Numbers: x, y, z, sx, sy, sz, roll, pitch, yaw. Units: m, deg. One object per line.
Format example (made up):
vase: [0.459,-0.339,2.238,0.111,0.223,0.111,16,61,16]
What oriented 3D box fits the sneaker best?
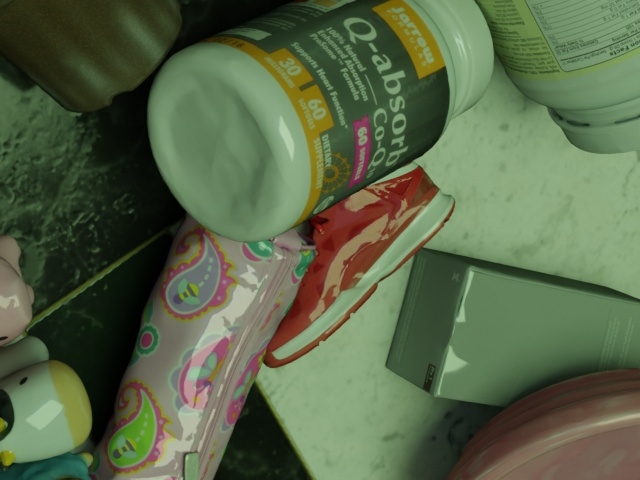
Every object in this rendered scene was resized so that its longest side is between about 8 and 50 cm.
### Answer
sneaker: [0.000,0.000,1.462,0.221,0.087,0.128,-44,95,-6]

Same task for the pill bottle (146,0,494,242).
pill bottle: [0.008,-0.118,1.339,0.278,0.162,0.162,-31,115,-41]

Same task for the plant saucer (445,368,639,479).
plant saucer: [0.258,0.224,1.549,0.332,0.084,0.332,-9,141,-7]

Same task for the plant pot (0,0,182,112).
plant pot: [-0.201,-0.194,1.258,0.167,0.167,0.165,-49,125,-10]

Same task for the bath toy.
bath toy: [-0.268,0.063,1.270,0.129,0.151,0.348,-39,117,-51]

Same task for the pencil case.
pencil case: [-0.103,0.107,1.388,0.124,0.124,0.284,21,93,-29]

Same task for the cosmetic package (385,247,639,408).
cosmetic package: [0.193,0.092,1.554,0.238,0.107,0.127,14,95,-26]

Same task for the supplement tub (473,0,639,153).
supplement tub: [0.228,-0.260,1.414,0.235,0.235,0.324,-40,116,-14]
